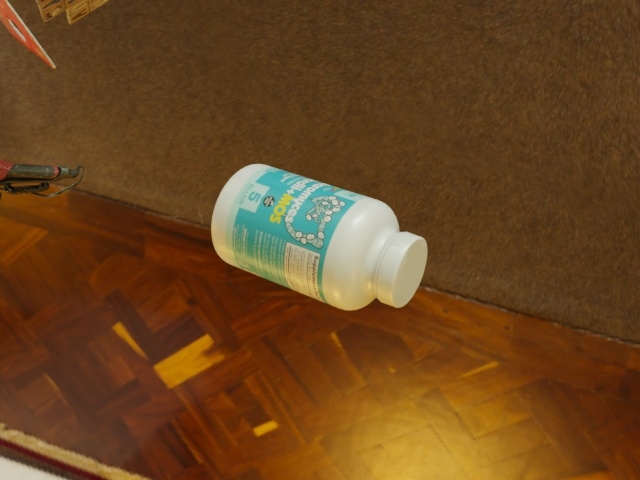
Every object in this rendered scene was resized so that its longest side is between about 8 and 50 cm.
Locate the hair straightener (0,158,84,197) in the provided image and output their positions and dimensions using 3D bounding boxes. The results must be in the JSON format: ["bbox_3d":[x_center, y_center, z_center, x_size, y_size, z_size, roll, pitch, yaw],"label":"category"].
[{"bbox_3d":[-0.469,-0.095,1.091,0.089,0.230,0.047,-35,69,46],"label":"hair straightener"}]

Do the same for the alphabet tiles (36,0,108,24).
[{"bbox_3d":[-0.337,-0.394,1.096,0.198,0.237,0.009,-38,98,-13],"label":"alphabet tiles"}]

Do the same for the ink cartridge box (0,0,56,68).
[{"bbox_3d":[-0.444,-0.318,0.884,0.275,0.060,0.239,35,158,52],"label":"ink cartridge box"}]

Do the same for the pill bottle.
[{"bbox_3d":[0.000,0.000,0.943,0.264,0.146,0.146,19,118,27],"label":"pill bottle"}]
